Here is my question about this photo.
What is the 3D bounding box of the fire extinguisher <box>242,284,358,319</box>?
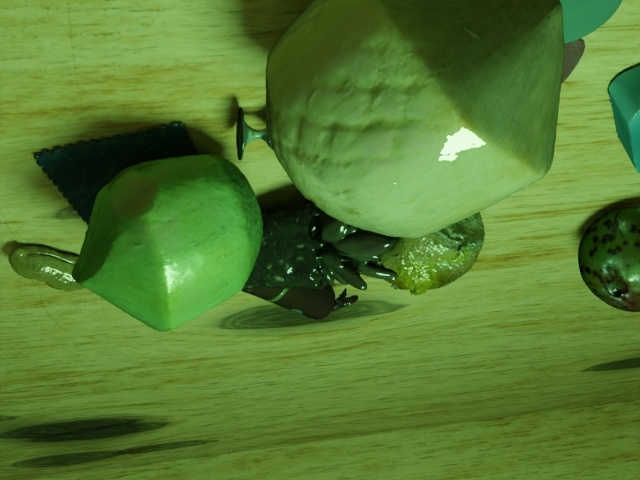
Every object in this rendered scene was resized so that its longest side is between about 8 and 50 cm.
[{"bbox_3d":[-0.056,0.103,1.604,0.141,0.105,0.341,-30,141,32],"label":"fire extinguisher"}]

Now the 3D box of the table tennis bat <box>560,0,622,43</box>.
[{"bbox_3d":[0.362,-0.369,1.021,0.149,0.038,0.237,-24,151,25],"label":"table tennis bat"}]

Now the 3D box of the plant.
[{"bbox_3d":[0.000,0.000,1.374,0.320,0.194,0.181,-5,-175,9],"label":"plant"}]

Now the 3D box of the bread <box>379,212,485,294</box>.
[{"bbox_3d":[0.224,0.008,1.464,0.195,0.176,0.246,10,144,-31],"label":"bread"}]

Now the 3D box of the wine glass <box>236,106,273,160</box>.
[{"bbox_3d":[-0.036,-0.176,1.165,0.202,0.093,0.093,-1,148,-12],"label":"wine glass"}]

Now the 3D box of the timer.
[{"bbox_3d":[0.667,-0.251,1.257,0.249,0.091,0.232,-26,145,17],"label":"timer"}]

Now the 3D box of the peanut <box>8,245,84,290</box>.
[{"bbox_3d":[-0.548,0.058,1.420,0.174,0.080,0.080,24,136,-38],"label":"peanut"}]

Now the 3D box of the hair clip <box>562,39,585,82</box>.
[{"bbox_3d":[0.394,-0.284,1.181,0.054,0.022,0.137,0,148,-23],"label":"hair clip"}]

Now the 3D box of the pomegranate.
[{"bbox_3d":[0.747,0.014,1.627,0.306,0.242,0.242,-48,151,-14],"label":"pomegranate"}]

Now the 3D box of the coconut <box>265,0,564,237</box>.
[{"bbox_3d":[0.139,-0.199,0.932,0.415,0.345,0.415,-8,148,-5],"label":"coconut"}]

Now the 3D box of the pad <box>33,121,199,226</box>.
[{"bbox_3d":[-0.339,-0.106,1.270,0.269,0.012,0.269,-12,149,4],"label":"pad"}]

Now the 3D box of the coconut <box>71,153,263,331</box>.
[{"bbox_3d":[-0.265,0.002,1.190,0.328,0.281,0.328,-23,-176,2],"label":"coconut"}]
